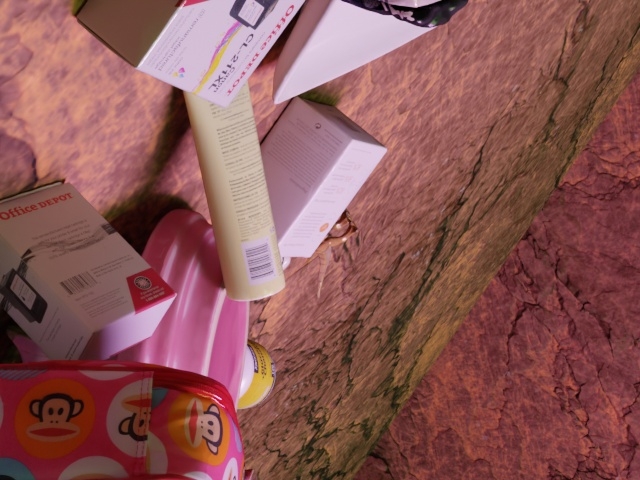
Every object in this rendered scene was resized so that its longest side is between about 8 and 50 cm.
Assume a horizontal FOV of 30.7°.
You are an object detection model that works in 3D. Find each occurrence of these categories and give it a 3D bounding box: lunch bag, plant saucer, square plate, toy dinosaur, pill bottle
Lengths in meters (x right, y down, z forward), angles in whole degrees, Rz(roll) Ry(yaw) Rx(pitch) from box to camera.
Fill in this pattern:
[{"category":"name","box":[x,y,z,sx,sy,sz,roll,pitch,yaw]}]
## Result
[{"category":"lunch bag","box":[-0.209,0.203,0.985,0.258,0.293,0.120,86,6,-57]},{"category":"plant saucer","box":[-0.140,0.134,1.252,0.332,0.084,0.332,7,90,-84]},{"category":"square plate","box":[0.108,-0.319,1.197,0.344,0.049,0.347,-33,163,-46]},{"category":"toy dinosaur","box":[0.000,0.000,1.671,0.112,0.064,0.211,-32,154,5]},{"category":"pill bottle","box":[-0.132,0.180,1.616,0.103,0.103,0.184,-50,164,0]}]

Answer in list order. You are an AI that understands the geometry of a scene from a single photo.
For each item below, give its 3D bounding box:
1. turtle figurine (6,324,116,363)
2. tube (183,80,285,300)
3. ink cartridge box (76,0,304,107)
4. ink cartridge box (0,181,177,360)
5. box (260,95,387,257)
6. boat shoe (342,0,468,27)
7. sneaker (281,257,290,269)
[{"category":"turtle figurine","box":[-0.307,0.216,1.208,0.274,0.197,0.266,-150,-104,-75]},{"category":"tube","box":[-0.084,-0.062,1.137,0.062,0.240,0.070,-11,-163,-3]},{"category":"ink cartridge box","box":[-0.099,-0.192,0.957,0.127,0.072,0.175,-53,162,9]},{"category":"ink cartridge box","box":[-0.218,0.030,1.003,0.109,0.150,0.063,-26,155,-53]},{"category":"box","box":[-0.021,-0.071,1.379,0.170,0.091,0.130,-54,163,12]},{"category":"boat shoe","box":[0.028,-0.341,0.912,0.127,0.158,0.341,-29,126,-40]},{"category":"sneaker","box":[-0.078,0.043,1.599,0.083,0.032,0.037,-54,150,-4]}]
